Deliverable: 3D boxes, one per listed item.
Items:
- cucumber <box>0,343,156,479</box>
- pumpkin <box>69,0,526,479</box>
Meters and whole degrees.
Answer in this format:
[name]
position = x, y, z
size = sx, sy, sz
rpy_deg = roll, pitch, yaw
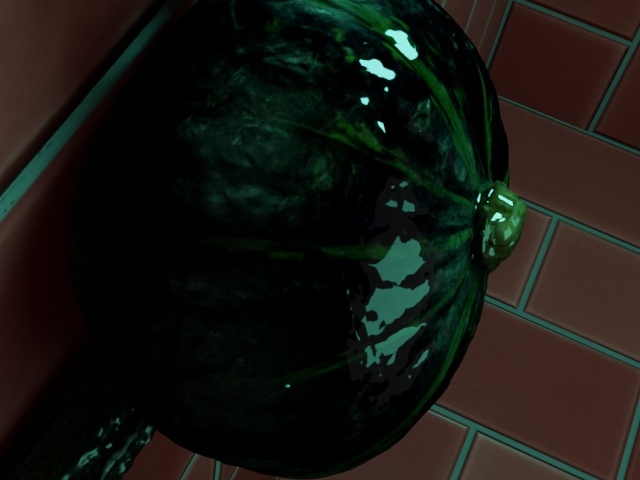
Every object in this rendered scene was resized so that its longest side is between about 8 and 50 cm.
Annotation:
[cucumber]
position = -0.154, 0.134, 0.664
size = 0.265, 0.077, 0.077
rpy_deg = -59, 169, -46
[pumpkin]
position = 0.004, -0.013, 0.619
size = 0.315, 0.238, 0.315
rpy_deg = -34, 129, -56
